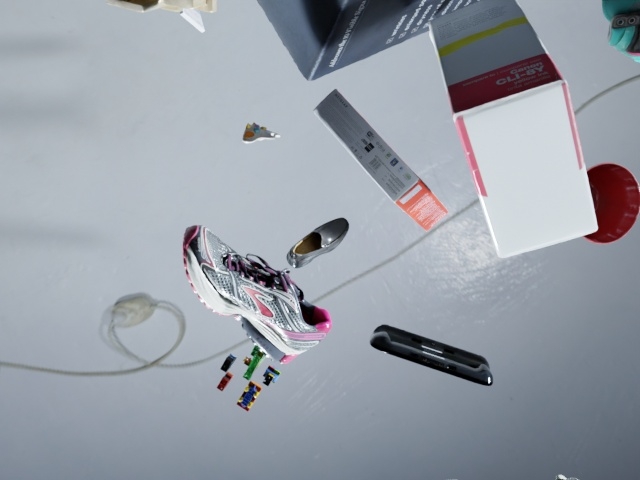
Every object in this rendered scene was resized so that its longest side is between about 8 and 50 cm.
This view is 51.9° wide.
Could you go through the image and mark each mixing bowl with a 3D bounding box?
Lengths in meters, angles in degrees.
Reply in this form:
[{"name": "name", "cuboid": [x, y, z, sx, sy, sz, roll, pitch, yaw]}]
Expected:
[{"name": "mixing bowl", "cuboid": [0.616, -0.087, 1.492, 0.181, 0.098, 0.181, -2, 98, -14]}]

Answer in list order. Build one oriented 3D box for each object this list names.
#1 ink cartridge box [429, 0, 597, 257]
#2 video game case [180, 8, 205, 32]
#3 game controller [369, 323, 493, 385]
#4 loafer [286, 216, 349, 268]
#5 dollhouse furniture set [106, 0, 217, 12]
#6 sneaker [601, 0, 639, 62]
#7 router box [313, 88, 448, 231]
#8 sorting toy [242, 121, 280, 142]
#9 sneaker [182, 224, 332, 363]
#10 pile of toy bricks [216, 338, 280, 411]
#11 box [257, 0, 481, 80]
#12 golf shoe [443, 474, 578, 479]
[{"name": "ink cartridge box", "cuboid": [0.309, -0.207, 1.096, 0.160, 0.384, 0.279, -18, 125, 16]}, {"name": "video game case", "cuboid": [-0.325, -0.578, 1.611, 0.011, 0.087, 0.122, -26, 66, 19]}, {"name": "game controller", "cuboid": [0.279, 0.294, 1.668, 0.319, 0.166, 0.067, 17, 103, 5]}, {"name": "loafer", "cuboid": [0.000, 0.000, 1.481, 0.170, 0.061, 0.062, -39, 79, -18]}, {"name": "dollhouse furniture set", "cuboid": [-0.042, -0.222, 0.431, 0.182, 0.101, 0.161, 20, 126, 18]}, {"name": "sneaker", "cuboid": [0.515, -0.373, 0.969, 0.178, 0.295, 0.123, 16, 66, 2]}, {"name": "router box", "cuboid": [0.158, -0.197, 1.671, 0.082, 0.301, 0.335, -43, 66, 9]}, {"name": "sorting toy", "cuboid": [-0.138, -0.257, 1.590, 0.075, 0.083, 0.044, 12, 106, 11]}, {"name": "sneaker", "cuboid": [-0.104, 0.073, 1.058, 0.112, 0.121, 0.299, -32, 123, 21]}, {"name": "pile of toy bricks", "cuboid": [-0.136, 0.261, 1.457, 0.118, 0.105, 0.212, 33, 109, 4]}, {"name": "box", "cuboid": [0.155, -0.557, 1.033, 0.472, 0.480, 0.297, -30, 83, -21]}, {"name": "golf shoe", "cuboid": [0.178, 0.249, 0.539, 0.105, 0.273, 0.120, 43, 81, -12]}]
